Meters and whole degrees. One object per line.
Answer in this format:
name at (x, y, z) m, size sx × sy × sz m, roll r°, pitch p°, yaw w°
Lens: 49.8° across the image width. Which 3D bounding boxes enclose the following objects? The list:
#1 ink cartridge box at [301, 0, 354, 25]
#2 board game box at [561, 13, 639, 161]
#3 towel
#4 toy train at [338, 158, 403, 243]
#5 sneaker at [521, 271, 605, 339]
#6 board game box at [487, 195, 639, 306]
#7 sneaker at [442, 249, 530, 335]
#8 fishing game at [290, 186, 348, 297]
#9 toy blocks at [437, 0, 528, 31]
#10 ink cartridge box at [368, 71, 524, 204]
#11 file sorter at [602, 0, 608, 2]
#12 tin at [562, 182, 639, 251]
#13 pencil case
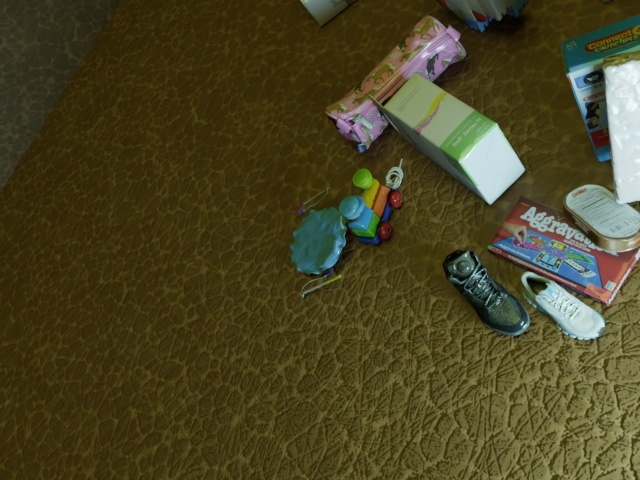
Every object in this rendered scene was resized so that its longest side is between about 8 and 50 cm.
ink cartridge box at (0.053, -0.846, 2.176) m, size 0.283 × 0.117 × 0.207 m, roll -34°, pitch 50°, yaw 12°
board game box at (0.659, -0.309, 1.332) m, size 0.308 × 0.302 × 0.086 m, roll -15°, pitch 55°, yaw 25°
towel at (0.692, -0.221, 1.240) m, size 0.332 × 0.317 × 0.053 m, roll -9°, pitch 36°, yaw 21°
toy train at (0.128, -0.130, 1.681) m, size 0.105 × 0.143 × 0.248 m, roll 7°, pitch 68°, yaw 36°
sneaker at (0.464, 0.124, 1.349) m, size 0.071 × 0.083 × 0.191 m, roll -50°, pitch 50°, yaw -4°
board game box at (0.500, 0.015, 1.427) m, size 0.281 × 0.027 × 0.145 m, roll 28°, pitch 80°, yaw 41°
sneaker at (0.330, 0.101, 1.421) m, size 0.087 × 0.130 × 0.227 m, roll -42°, pitch 51°, yaw 7°
fishing game at (0.000, 0.000, 1.747) m, size 0.189 × 0.041 × 0.264 m, roll -31°, pitch 53°, yaw 31°
toy blocks at (0.376, -0.653, 1.768) m, size 0.381 × 0.261 × 0.190 m, roll 39°, pitch 93°, yaw 37°
ink cartridge box at (0.287, -0.256, 1.608) m, size 0.119 × 0.207 × 0.353 m, roll -47°, pitch 49°, yaw 4°
file sorter at (0.760, -0.726, 1.591) m, size 0.278 × 0.193 × 0.173 m, roll -17°, pitch 53°, yaw 24°
tin at (0.570, -0.050, 1.388) m, size 0.106 × 0.040 × 0.189 m, roll -24°, pitch 42°, yaw -8°
pencil case at (0.194, -0.411, 1.797) m, size 0.386 × 0.160 × 0.167 m, roll -43°, pitch 48°, yaw 3°
